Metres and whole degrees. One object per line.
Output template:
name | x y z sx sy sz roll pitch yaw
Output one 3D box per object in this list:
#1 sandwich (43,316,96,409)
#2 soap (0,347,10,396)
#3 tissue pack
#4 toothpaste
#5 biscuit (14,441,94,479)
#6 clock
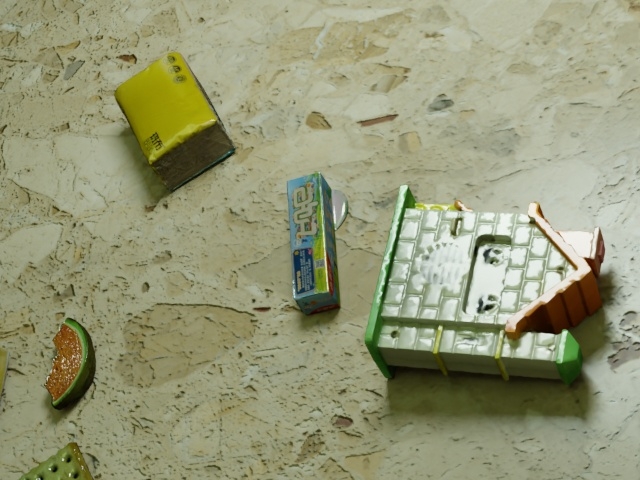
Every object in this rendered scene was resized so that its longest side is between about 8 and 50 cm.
sandwich | -0.331 0.164 2.053 0.067 0.029 0.135 -14 54 22
soap | -0.506 0.242 2.050 0.140 0.073 0.232 -9 55 23
tissue pack | -0.210 -0.172 2.193 0.120 0.082 0.169 -32 51 3
toothpaste | 0.000 0.000 2.004 0.070 0.044 0.193 -15 53 15
biscuit | -0.383 0.366 1.949 0.231 0.016 0.139 -34 49 -1
clock | 0.204 0.059 1.841 0.255 0.106 0.219 4 61 21
